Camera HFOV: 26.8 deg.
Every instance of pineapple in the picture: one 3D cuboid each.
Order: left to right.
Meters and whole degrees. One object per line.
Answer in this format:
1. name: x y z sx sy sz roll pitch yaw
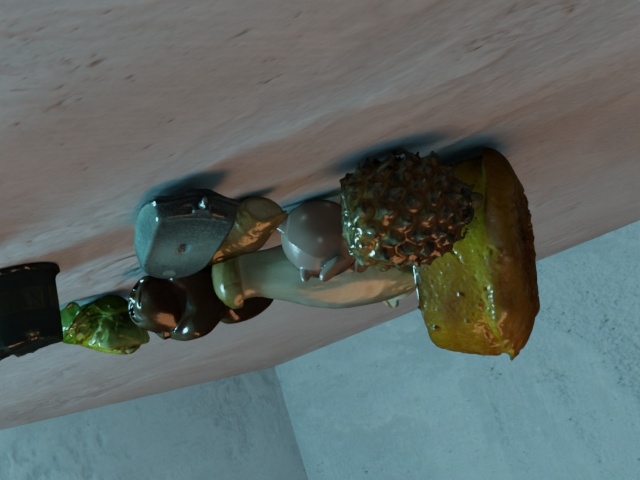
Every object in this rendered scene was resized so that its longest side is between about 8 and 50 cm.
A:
1. pineapple: 0.123 -0.043 1.776 0.193 0.166 0.166 -8 170 -9

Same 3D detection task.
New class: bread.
1. bread: 0.227 0.017 1.963 0.172 0.312 0.312 -6 174 13

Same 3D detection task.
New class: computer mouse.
1. computer mouse: -0.172 -0.023 1.662 0.113 0.068 0.229 0 155 -21

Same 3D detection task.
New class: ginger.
1. ginger: -0.131 -0.008 1.812 0.190 0.068 0.095 -20 176 9

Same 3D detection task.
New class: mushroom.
1. mushroom: 0.008 0.043 2.063 0.350 0.128 0.128 -3 170 -3

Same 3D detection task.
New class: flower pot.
1. flower pot: -0.419 0.102 1.829 0.157 0.106 0.157 -18 170 -3

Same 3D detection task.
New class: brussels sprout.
1. brussels sprout: -0.359 0.145 2.244 0.139 0.100 0.181 -10 176 24

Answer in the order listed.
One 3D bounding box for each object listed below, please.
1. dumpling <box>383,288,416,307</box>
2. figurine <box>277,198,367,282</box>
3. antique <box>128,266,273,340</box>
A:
1. dumpling: 0.137 0.009 2.228 0.132 0.162 0.250 18 148 7
2. figurine: 0.000 0.000 1.946 0.125 0.138 0.125 -32 146 -26
3. antique: -0.201 0.089 2.140 0.143 0.121 0.257 -13 -178 35
